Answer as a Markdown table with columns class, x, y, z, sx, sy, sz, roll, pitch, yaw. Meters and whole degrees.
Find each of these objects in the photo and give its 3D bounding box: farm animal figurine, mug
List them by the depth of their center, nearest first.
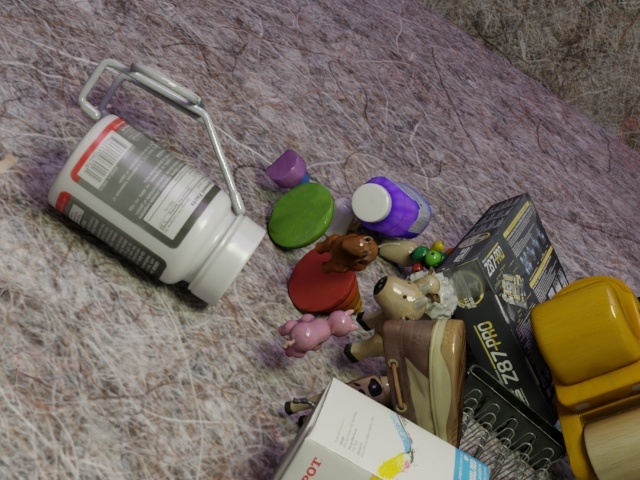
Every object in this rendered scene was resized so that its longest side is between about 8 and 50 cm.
| class | x | y | z | sx | sy | sz | roll | pitch | yaw |
| --- | --- | --- | --- | --- | --- | --- | --- | --- | --- |
| farm animal figurine | 0.106 | 0.144 | 1.518 | 0.327 | 0.172 | 0.330 | 33 | 52 | -39 |
| mug | 0.038 | -0.046 | 1.905 | 0.062 | 0.064 | 0.078 | 43 | 29 | 11 |

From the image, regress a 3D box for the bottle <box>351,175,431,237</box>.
| class | x | y | z | sx | sy | sz | roll | pitch | yaw |
| --- | --- | --- | --- | --- | --- | --- | --- | --- | --- |
| bottle | 0.123 | -0.061 | 1.879 | 0.118 | 0.092 | 0.283 | 39 | 9 | 15 |

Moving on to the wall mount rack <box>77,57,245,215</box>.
| class | x | y | z | sx | sy | sz | roll | pitch | yaw |
| --- | --- | --- | --- | --- | --- | --- | --- | --- | --- |
| wall mount rack | -0.224 | -0.168 | 1.656 | 0.304 | 0.130 | 0.350 | 31 | 1 | -4 |

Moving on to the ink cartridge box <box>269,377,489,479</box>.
| class | x | y | z | sx | sy | sz | roll | pitch | yaw |
| --- | --- | --- | --- | --- | --- | --- | --- | --- | --- |
| ink cartridge box | 0.060 | 0.315 | 1.251 | 0.232 | 0.171 | 0.168 | 30 | 20 | 0 |

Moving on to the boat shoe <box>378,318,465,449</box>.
| class | x | y | z | sx | sy | sz | roll | pitch | yaw |
| --- | --- | --- | --- | --- | --- | --- | --- | --- | --- |
| boat shoe | 0.123 | 0.241 | 1.373 | 0.123 | 0.342 | 0.123 | 6 | 38 | 12 |

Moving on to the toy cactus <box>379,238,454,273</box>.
| class | x | y | z | sx | sy | sz | roll | pitch | yaw |
| --- | --- | --- | --- | --- | --- | --- | --- | --- | --- |
| toy cactus | 0.197 | 0.044 | 1.916 | 0.180 | 0.112 | 0.219 | 15 | 9 | 21 |

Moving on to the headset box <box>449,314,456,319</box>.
| class | x | y | z | sx | sy | sz | roll | pitch | yaw |
| --- | --- | --- | --- | --- | --- | --- | --- | --- | --- |
| headset box | 0.224 | 0.142 | 1.870 | 0.083 | 0.032 | 0.062 | 27 | 30 | -20 |

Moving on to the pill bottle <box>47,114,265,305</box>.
| class | x | y | z | sx | sy | sz | roll | pitch | yaw |
| --- | --- | --- | --- | --- | --- | --- | --- | --- | --- |
| pill bottle | -0.232 | -0.040 | 1.495 | 0.283 | 0.161 | 0.161 | 35 | 29 | -5 |

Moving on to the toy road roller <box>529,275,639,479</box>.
| class | x | y | z | sx | sy | sz | roll | pitch | yaw |
| --- | --- | --- | --- | --- | --- | --- | --- | --- | --- |
| toy road roller | 0.450 | 0.209 | 1.636 | 0.240 | 0.202 | 0.329 | 37 | 36 | -46 |

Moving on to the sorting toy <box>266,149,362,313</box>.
| class | x | y | z | sx | sy | sz | roll | pitch | yaw |
| --- | --- | --- | --- | --- | --- | --- | --- | --- | --- |
| sorting toy | 0.000 | 0.000 | 1.783 | 0.126 | 0.127 | 0.365 | 43 | 20 | -44 |

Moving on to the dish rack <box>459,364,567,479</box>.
| class | x | y | z | sx | sy | sz | roll | pitch | yaw |
| --- | --- | --- | --- | --- | --- | --- | --- | --- | --- |
| dish rack | 0.269 | 0.332 | 1.602 | 0.208 | 0.074 | 0.271 | 39 | 29 | 4 |

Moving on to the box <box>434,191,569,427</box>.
| class | x | y | z | sx | sy | sz | roll | pitch | yaw |
| --- | --- | --- | --- | --- | --- | --- | --- | --- | --- |
| box | 0.362 | 0.118 | 1.868 | 0.318 | 0.097 | 0.395 | 65 | 29 | -9 |
